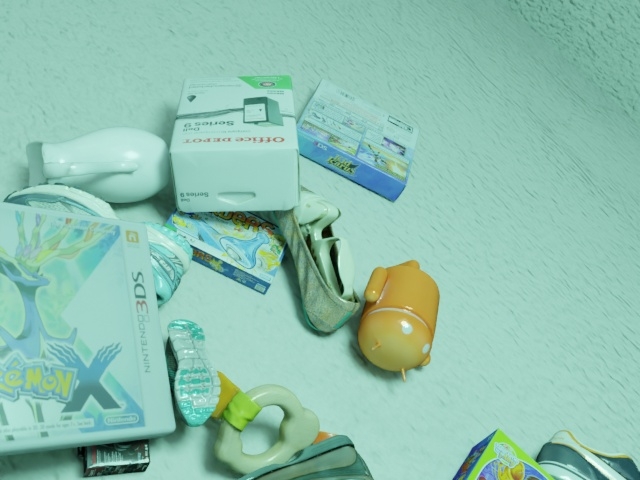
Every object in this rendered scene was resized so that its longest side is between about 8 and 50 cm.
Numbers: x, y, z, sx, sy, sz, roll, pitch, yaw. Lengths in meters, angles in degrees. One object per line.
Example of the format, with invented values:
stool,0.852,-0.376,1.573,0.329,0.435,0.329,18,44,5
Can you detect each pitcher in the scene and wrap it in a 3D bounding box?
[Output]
pitcher,-0.343,-0.117,0.992,0.207,0.125,0.178,-7,14,-32

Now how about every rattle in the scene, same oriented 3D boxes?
rattle,-0.073,0.261,0.886,0.200,0.143,0.130,17,75,-38

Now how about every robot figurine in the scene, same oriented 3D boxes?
robot figurine,0.135,0.131,1.058,0.128,0.158,0.219,11,41,10

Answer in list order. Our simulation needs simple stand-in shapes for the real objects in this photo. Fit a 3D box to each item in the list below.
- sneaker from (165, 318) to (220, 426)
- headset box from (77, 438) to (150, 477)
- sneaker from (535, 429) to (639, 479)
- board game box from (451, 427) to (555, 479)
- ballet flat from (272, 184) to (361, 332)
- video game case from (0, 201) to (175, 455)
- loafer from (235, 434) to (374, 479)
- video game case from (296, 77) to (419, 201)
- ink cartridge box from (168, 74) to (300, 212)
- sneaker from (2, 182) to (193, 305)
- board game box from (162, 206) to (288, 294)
sneaker,-0.181,0.189,0.851,0.065,0.076,0.166,11,35,-27
headset box,-0.259,0.257,0.779,0.083,0.032,0.062,6,48,-28
sneaker,0.491,0.425,0.985,0.321,0.126,0.127,38,46,8
board game box,0.319,0.473,0.876,0.347,0.078,0.233,42,43,12
ballet flat,0.000,0.000,1.082,0.108,0.106,0.315,3,59,-44
video game case,-0.338,0.094,0.735,0.329,0.036,0.299,9,58,-44
loafer,-0.047,0.327,0.766,0.268,0.096,0.084,-18,43,-33
video game case,0.083,-0.233,1.421,0.270,0.061,0.244,27,41,-5
ink cartridge box,-0.145,-0.181,1.115,0.211,0.121,0.289,-3,38,-5
sneaker,-0.333,0.011,0.915,0.283,0.110,0.122,19,47,-13
board game box,-0.160,-0.005,1.082,0.201,0.035,0.136,26,42,-6
